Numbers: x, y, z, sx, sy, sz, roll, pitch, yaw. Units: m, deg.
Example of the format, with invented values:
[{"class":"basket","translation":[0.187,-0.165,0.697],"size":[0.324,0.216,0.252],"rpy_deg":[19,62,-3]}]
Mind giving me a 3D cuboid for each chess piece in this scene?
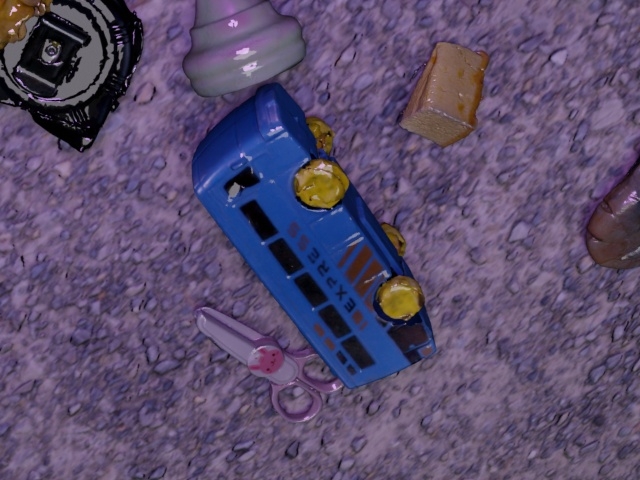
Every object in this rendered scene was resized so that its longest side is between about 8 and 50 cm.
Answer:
[{"class":"chess piece","translation":[-0.119,-0.301,1.087],"size":[0.139,0.139,0.271],"rpy_deg":[-21,106,-3]}]

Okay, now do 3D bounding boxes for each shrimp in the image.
[{"class":"shrimp","translation":[0.485,-0.067,1.363],"size":[0.178,0.075,0.289],"rpy_deg":[23,107,-31]}]

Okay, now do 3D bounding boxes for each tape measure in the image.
[{"class":"tape measure","translation":[-0.292,-0.212,1.085],"size":[0.199,0.112,0.186],"rpy_deg":[22,106,-23]}]

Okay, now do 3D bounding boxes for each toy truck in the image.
[{"class":"toy truck","translation":[0.000,0.000,1.229],"size":[0.162,0.161,0.385],"rpy_deg":[-29,119,11]}]

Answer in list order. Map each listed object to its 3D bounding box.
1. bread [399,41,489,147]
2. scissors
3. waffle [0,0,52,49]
[{"class":"bread","translation":[0.150,-0.186,1.254],"size":[0.084,0.080,0.109],"rpy_deg":[18,74,-20]},{"class":"scissors","translation":[-0.072,0.155,1.353],"size":[0.242,0.030,0.118],"rpy_deg":[38,101,-28]},{"class":"waffle","translation":[-0.392,-0.279,0.997],"size":[0.245,0.052,0.254],"rpy_deg":[-22,83,-4]}]
